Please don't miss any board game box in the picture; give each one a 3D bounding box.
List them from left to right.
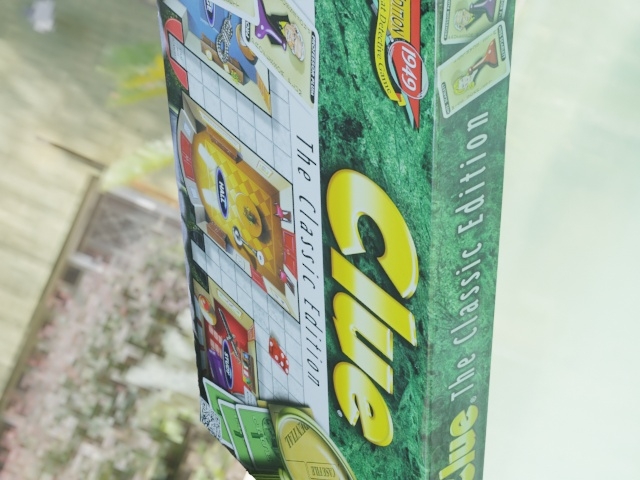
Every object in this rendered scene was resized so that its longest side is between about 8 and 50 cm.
[{"bbox_3d":[0.000,0.000,0.452,0.030,0.136,0.260,-28,-44,-28],"label":"board game box"}]
